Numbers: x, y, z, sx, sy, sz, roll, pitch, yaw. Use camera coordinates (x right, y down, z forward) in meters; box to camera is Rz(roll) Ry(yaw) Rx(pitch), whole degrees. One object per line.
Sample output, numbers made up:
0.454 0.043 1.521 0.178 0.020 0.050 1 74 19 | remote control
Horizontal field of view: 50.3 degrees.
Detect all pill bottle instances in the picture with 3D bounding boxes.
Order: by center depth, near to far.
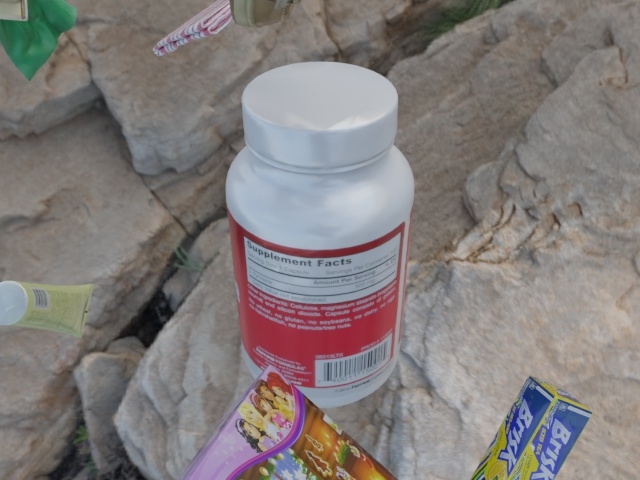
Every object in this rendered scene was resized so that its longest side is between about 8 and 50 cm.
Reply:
0.000 0.000 0.866 0.228 0.408 0.229 0 37 0 | pill bottle

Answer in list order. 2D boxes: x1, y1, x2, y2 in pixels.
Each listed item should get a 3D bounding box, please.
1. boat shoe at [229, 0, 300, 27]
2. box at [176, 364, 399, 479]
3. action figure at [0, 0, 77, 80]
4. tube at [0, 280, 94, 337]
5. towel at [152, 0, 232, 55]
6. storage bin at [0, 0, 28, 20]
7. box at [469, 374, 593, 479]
-0.017 -0.251 0.563 0.110 0.341 0.122 6 93 -5 | boat shoe
-0.013 0.216 0.419 0.201 0.293 0.057 42 108 0 | box
-0.427 -0.338 0.883 0.063 0.232 0.137 7 64 24 | action figure
-0.409 0.103 1.033 0.070 0.240 0.062 -38 79 1 | tube
-0.142 -0.306 0.935 0.144 0.029 0.197 -43 25 -22 | towel
-0.328 -0.293 0.418 0.123 0.260 0.262 -173 81 -68 | storage bin
0.223 0.238 0.747 0.169 0.059 0.054 -64 20 7 | box
